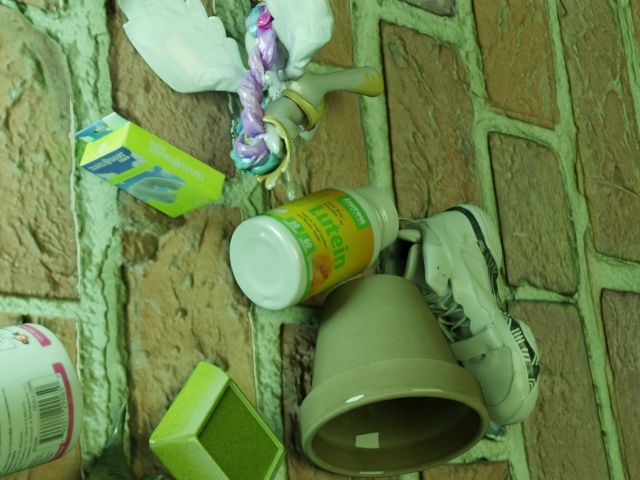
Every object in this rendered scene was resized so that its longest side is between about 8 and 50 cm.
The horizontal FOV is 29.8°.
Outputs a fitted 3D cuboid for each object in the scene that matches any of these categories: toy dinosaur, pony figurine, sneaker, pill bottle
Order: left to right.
[{"bbox_3d":[-0.411,0.191,1.276,0.283,0.160,0.160,-11,84,-44],"label":"pill bottle"},{"bbox_3d":[-0.231,0.343,1.420,0.160,0.121,0.313,21,66,-51],"label":"toy dinosaur"},{"bbox_3d":[-0.064,-0.268,1.701,0.351,0.303,0.363,64,30,-18],"label":"pony figurine"},{"bbox_3d":[0.000,0.000,1.729,0.246,0.136,0.136,-24,93,-44],"label":"pill bottle"},{"bbox_3d":[0.207,0.120,1.884,0.210,0.137,0.365,-2,73,-42],"label":"sneaker"}]

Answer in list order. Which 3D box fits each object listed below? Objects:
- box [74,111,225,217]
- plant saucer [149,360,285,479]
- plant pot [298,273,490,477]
[{"bbox_3d":[-0.227,-0.096,1.573,0.178,0.109,0.042,30,60,-32],"label":"box"},{"bbox_3d":[-0.118,0.269,1.559,0.188,0.045,0.188,54,31,-15],"label":"plant saucer"},{"bbox_3d":[0.092,0.180,1.703,0.263,0.263,0.229,23,45,-35],"label":"plant pot"}]
